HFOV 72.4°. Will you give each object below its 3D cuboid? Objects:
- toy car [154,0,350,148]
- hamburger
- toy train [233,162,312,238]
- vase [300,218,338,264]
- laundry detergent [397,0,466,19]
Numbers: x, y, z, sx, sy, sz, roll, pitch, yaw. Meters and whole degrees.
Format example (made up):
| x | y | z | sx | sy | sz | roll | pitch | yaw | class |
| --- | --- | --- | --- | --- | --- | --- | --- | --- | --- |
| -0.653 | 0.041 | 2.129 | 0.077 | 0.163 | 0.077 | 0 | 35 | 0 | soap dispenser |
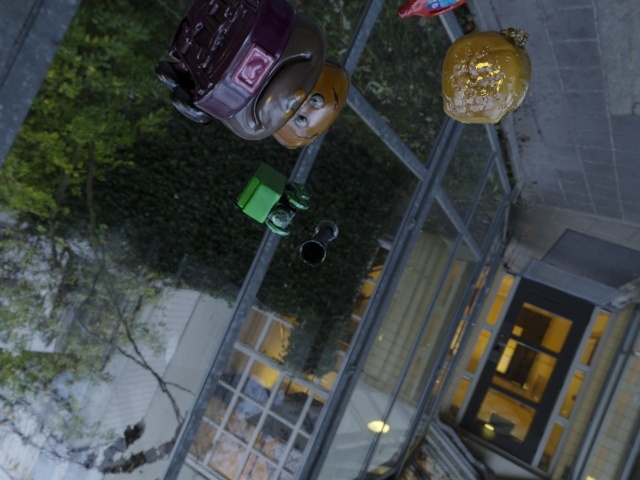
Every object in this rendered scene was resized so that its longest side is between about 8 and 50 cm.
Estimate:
| x | y | z | sx | sy | sz | roll | pitch | yaw | class |
| --- | --- | --- | --- | --- | --- | --- | --- | --- | --- |
| -0.105 | -0.309 | 0.749 | 0.240 | 0.271 | 0.340 | 23 | -155 | -43 | toy car |
| 0.272 | -0.269 | 0.723 | 0.138 | 0.147 | 0.083 | 9 | -157 | 31 | hamburger |
| -0.134 | -0.122 | 1.253 | 0.188 | 0.132 | 0.243 | 32 | -162 | -13 | toy train |
| 0.000 | 0.000 | 1.005 | 0.059 | 0.059 | 0.167 | 24 | -158 | 3 | vase |
| 0.260 | -0.553 | 1.000 | 0.165 | 0.049 | 0.097 | -17 | 154 | 26 | laundry detergent |
